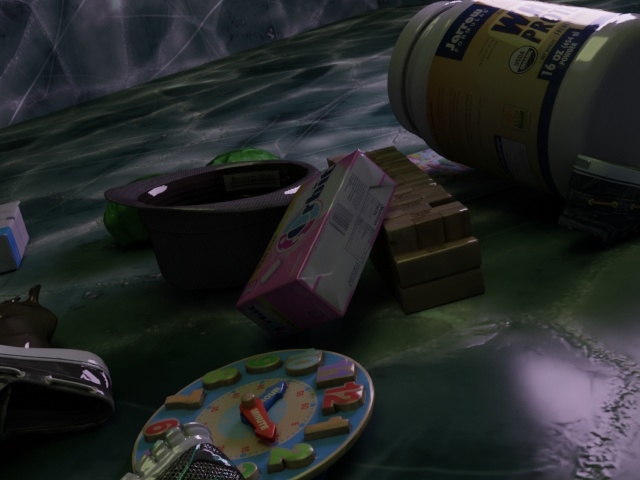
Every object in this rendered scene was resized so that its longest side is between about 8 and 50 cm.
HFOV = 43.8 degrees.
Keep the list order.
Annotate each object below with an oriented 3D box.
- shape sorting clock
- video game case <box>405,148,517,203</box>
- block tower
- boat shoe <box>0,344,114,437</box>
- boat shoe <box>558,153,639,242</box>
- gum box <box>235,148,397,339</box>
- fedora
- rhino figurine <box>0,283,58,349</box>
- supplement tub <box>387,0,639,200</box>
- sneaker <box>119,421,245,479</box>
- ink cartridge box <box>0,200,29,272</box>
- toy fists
[{"bbox_3d":[-0.056,0.145,0.655,0.206,0.040,0.206,-10,21,4],"label":"shape sorting clock"},{"bbox_3d":[0.189,-0.101,1.166,0.193,0.023,0.212,-18,22,-14],"label":"video game case"},{"bbox_3d":[0.091,-0.031,0.952,0.097,0.091,0.335,-14,22,-7],"label":"block tower"},{"bbox_3d":[-0.292,0.134,0.697,0.219,0.078,0.070,2,25,-25],"label":"boat shoe"},{"bbox_3d":[0.347,-0.037,0.878,0.183,0.083,0.065,11,16,-18],"label":"boat shoe"},{"bbox_3d":[0.000,0.000,0.817,0.107,0.062,0.188,-26,30,48],"label":"gum box"},{"bbox_3d":[-0.117,-0.016,0.978,0.244,0.124,0.275,9,21,39],"label":"fedora"},{"bbox_3d":[-0.337,0.109,0.856,0.106,0.073,0.243,-19,21,-8],"label":"rhino figurine"},{"bbox_3d":[0.260,-0.190,1.018,0.228,0.228,0.316,-25,34,-30],"label":"supplement tub"},{"bbox_3d":[-0.115,0.196,0.522,0.076,0.065,0.166,31,60,27],"label":"sneaker"},{"bbox_3d":[-0.519,0.001,1.242,0.104,0.060,0.180,-16,22,-7],"label":"ink cartridge box"},{"bbox_3d":[-0.187,-0.066,1.191,0.279,0.096,0.142,-16,12,-7],"label":"toy fists"}]
